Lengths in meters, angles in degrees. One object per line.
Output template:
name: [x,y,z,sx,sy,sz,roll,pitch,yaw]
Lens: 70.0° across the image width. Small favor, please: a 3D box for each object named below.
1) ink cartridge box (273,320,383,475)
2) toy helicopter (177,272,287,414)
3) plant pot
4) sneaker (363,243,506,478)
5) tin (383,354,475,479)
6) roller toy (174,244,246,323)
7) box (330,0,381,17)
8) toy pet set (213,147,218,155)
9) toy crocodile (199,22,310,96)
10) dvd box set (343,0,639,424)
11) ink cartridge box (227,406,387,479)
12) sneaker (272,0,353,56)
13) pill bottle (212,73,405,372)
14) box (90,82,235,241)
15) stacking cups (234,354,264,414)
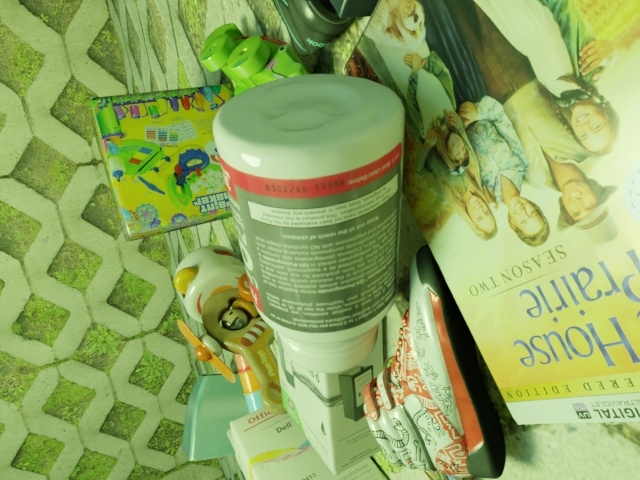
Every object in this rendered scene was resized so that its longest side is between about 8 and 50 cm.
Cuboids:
ink cartridge box: [0.011,0.219,0.793,0.198,0.115,0.272,31,131,55]
toy helicopter: [-0.166,0.238,1.018,0.355,0.235,0.140,49,145,40]
plant pot: [-0.331,0.580,1.558,0.247,0.248,0.251,146,124,-63]
sneaker: [0.107,0.146,0.533,0.145,0.090,0.269,-14,96,33]
tin: [0.148,0.245,0.631,0.106,0.040,0.189,-41,68,58]
roller toy: [-0.281,0.121,1.225,0.146,0.191,0.209,44,153,45]
box: [0.048,-0.329,0.428,0.158,0.093,0.156,64,152,18]
toy pet set: [-0.106,-0.161,0.806,0.114,0.122,0.065,50,159,4]
toy crocodile: [-0.102,-0.287,0.749,0.115,0.105,0.341,40,178,-41]
dvd box set: [0.175,-0.073,0.361,0.419,0.062,0.307,67,154,13]
ink cartridge box: [-0.050,0.437,0.936,0.353,0.207,0.119,37,137,50]
sneaker: [-0.046,-0.367,0.582,0.106,0.101,0.267,-26,81,66]
pill bottle: [0.000,0.000,0.507,0.176,0.177,0.318,45,151,44]
box: [-0.317,-0.169,1.015,0.177,0.290,0.278,-13,92,64]
stacking cups: [-0.178,0.477,1.371,0.096,0.096,0.315,-40,64,62]
